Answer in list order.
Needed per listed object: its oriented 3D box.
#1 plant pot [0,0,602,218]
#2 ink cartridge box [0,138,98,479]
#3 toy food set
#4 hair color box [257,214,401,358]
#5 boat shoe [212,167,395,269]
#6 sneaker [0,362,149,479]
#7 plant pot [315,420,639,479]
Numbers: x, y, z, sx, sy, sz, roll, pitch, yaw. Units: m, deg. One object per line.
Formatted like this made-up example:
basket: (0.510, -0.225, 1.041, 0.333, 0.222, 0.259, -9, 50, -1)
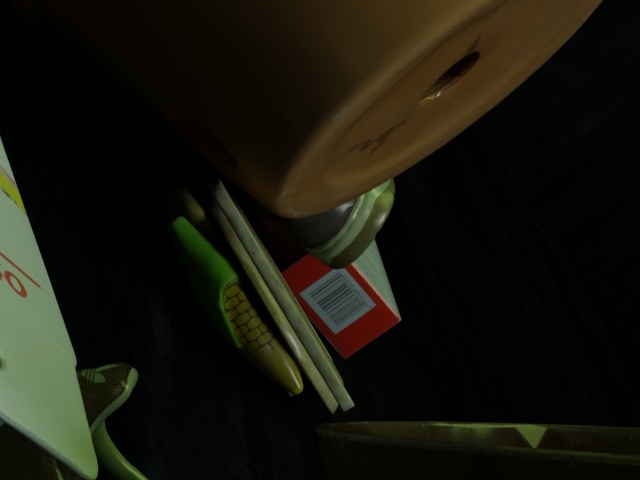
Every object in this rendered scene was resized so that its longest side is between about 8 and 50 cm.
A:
plant pot: (0.002, -0.148, 0.879, 0.203, 0.291, 0.291, 53, 10, 11)
ink cartridge box: (-0.133, -0.014, 0.497, 0.115, 0.067, 0.198, 44, 13, -43)
toy food set: (-0.034, 0.029, 0.915, 0.132, 0.038, 0.192, 59, -1, -3)
hair color box: (0.000, 0.000, 1.117, 0.072, 0.043, 0.141, 49, 12, -26)
boat shoe: (-0.027, -0.060, 1.064, 0.073, 0.080, 0.223, 34, 10, -30)
sneaker: (-0.029, 0.118, 0.521, 0.188, 0.071, 0.066, 52, 10, -12)
plant pot: (0.102, 0.169, 0.518, 0.215, 0.215, 0.230, 16, 76, -74)
